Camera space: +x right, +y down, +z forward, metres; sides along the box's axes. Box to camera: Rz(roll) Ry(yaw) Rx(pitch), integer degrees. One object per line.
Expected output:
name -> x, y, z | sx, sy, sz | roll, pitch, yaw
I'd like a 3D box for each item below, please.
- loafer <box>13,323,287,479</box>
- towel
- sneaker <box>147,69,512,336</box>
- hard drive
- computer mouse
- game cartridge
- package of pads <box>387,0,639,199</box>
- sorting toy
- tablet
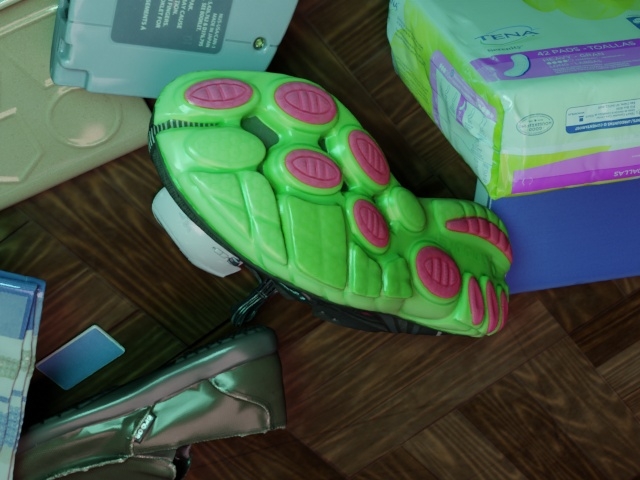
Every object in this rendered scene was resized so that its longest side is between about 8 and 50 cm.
loafer -> -0.195, 0.214, 1.281 | 0.365, 0.134, 0.130 | -25, 89, 9
towel -> -0.377, 0.129, 1.150 | 0.209, 0.034, 0.285 | 12, 122, -10
sneaker -> 0.000, 0.000, 1.143 | 0.202, 0.185, 0.482 | -11, 153, 35
hard drive -> 0.323, -0.043, 1.342 | 0.318, 0.040, 0.210 | -7, 130, -13
computer mouse -> -0.099, 0.011, 1.247 | 0.106, 0.042, 0.193 | -35, 130, 13
game cartridge -> -0.101, -0.256, 0.995 | 0.198, 0.062, 0.297 | 1, 120, -29
package of pads -> 0.196, -0.149, 1.045 | 0.229, 0.296, 0.101 | -8, 122, -11
sorting toy -> -0.266, -0.128, 1.088 | 0.193, 0.038, 0.208 | -24, 136, 2
tablet -> -0.258, 0.126, 1.312 | 0.083, 0.006, 0.054 | -33, 131, 11
